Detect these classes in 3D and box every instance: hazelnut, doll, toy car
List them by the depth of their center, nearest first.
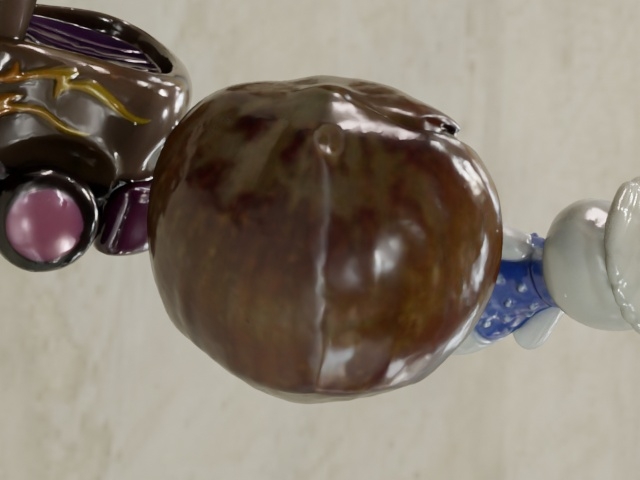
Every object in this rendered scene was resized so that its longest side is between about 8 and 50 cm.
[{"bbox_3d":[0.000,0.000,1.190,0.218,0.234,0.218,5,90,-85],"label":"hazelnut"},{"bbox_3d":[0.164,0.024,1.348,0.138,0.293,0.119,56,46,-26],"label":"doll"},{"bbox_3d":[-0.238,-0.143,1.360,0.271,0.340,0.240,-119,-130,-67],"label":"toy car"}]
